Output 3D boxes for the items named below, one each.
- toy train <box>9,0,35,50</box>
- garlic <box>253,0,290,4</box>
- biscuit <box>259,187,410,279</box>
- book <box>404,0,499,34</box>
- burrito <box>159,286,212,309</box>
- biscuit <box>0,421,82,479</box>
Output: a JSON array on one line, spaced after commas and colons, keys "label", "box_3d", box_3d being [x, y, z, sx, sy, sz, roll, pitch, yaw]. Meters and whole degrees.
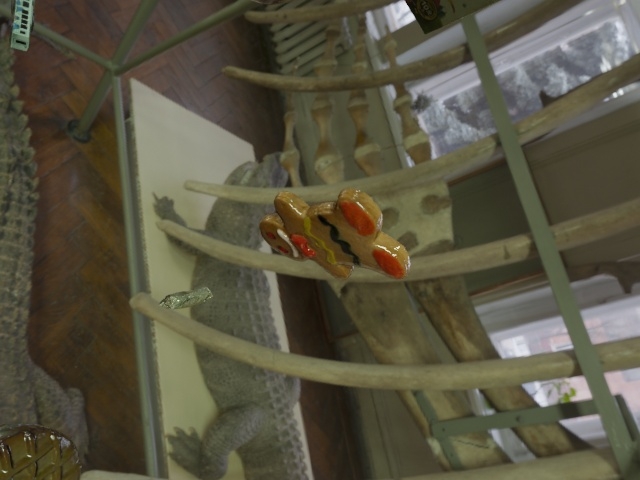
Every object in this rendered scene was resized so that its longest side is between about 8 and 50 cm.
[{"label": "toy train", "box_3d": [-0.647, -0.502, 1.088, 0.047, 0.043, 0.207, 5, 58, -34]}, {"label": "garlic", "box_3d": [-0.021, -0.377, 0.519, 0.161, 0.245, 0.244, -5, 70, -21]}, {"label": "biscuit", "box_3d": [0.000, 0.001, 0.676, 0.165, 0.250, 0.036, 52, 59, -30]}, {"label": "book", "box_3d": [0.205, -0.460, 0.763, 0.018, 0.322, 0.228, -46, 111, -16]}, {"label": "burrito", "box_3d": [-0.338, 0.148, 1.266, 0.188, 0.058, 0.044, 0, 71, -67]}, {"label": "biscuit", "box_3d": [-0.604, 0.505, 0.939, 0.332, 0.103, 0.331, 10, 90, -67]}]
